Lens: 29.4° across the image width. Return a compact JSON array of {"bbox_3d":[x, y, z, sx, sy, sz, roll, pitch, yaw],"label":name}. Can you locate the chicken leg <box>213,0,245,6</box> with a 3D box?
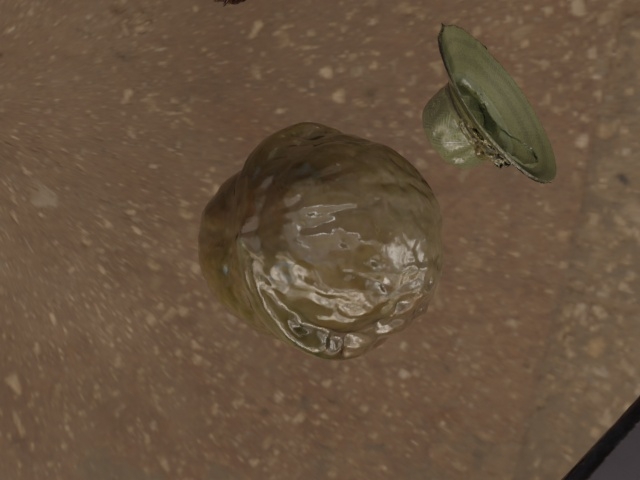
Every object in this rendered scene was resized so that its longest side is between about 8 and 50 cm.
[{"bbox_3d":[-0.040,-0.390,1.181,0.083,0.177,0.323,18,70,-41],"label":"chicken leg"}]

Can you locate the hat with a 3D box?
[{"bbox_3d":[0.195,-0.155,1.607,0.110,0.252,0.252,-35,109,27],"label":"hat"}]

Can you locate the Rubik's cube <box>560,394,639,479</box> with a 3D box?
[{"bbox_3d":[0.297,0.297,0.798,0.307,0.310,0.305,-33,137,-36],"label":"Rubik's cube"}]

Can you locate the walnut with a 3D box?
[{"bbox_3d":[0.000,0.002,1.240,0.248,0.248,0.248,-2,96,-17],"label":"walnut"}]
